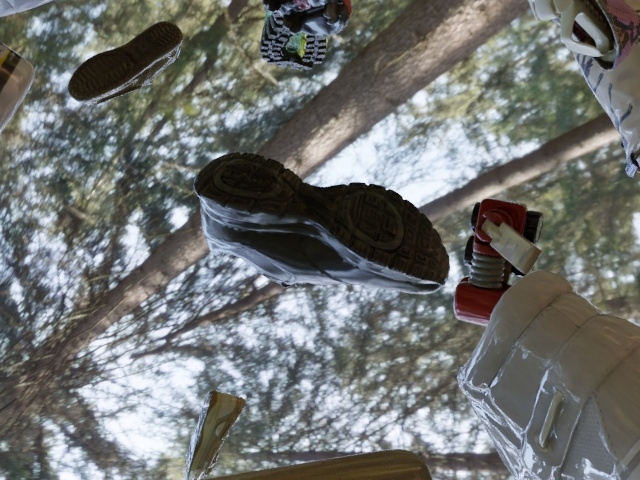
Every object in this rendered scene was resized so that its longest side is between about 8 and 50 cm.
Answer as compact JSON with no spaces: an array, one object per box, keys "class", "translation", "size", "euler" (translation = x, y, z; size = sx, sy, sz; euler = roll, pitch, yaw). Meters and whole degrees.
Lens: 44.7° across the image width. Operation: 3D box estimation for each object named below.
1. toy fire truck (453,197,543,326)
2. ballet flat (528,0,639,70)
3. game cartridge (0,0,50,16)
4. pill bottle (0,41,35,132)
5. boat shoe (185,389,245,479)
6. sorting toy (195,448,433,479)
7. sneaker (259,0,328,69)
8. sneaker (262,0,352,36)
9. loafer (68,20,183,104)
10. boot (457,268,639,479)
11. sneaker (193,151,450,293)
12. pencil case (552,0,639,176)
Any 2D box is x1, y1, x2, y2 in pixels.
[{"class":"toy fire truck","translation":[0.292,0.045,1.276],"size":[0.246,0.159,0.216],"euler":[-6,-73,-65]},{"class":"ballet flat","translation":[0.267,-0.253,0.825],"size":[0.222,0.077,0.079],"euler":[29,-101,-34]},{"class":"game cartridge","translation":[-0.536,-0.547,1.479],"size":[0.297,0.062,0.198],"euler":[-28,-115,-4]},{"class":"pill bottle","translation":[-0.561,-0.243,0.994],"size":[0.334,0.188,0.187],"euler":[34,-119,-27]},{"class":"boat shoe","translation":[-0.140,0.260,1.003],"size":[0.048,0.056,0.153],"euler":[14,-69,-15]},{"class":"sorting toy","translation":[0.019,0.231,0.400],"size":[0.307,0.041,0.229],"euler":[-8,-102,-4]},{"class":"sneaker","translation":[-0.035,-0.396,1.150],"size":[0.134,0.343,0.146],"euler":[3,-107,-11]},{"class":"sneaker","translation":[-0.046,-0.326,0.726],"size":[0.276,0.098,0.135],"euler":[44,-117,-39]},{"class":"loafer","translation":[-0.222,-0.198,0.909],"size":[0.148,0.050,0.056],"euler":[-31,-111,-10]},{"class":"boot","translation":[0.141,0.111,0.439],"size":[0.095,0.258,0.123],"euler":[-34,-121,-18]},{"class":"sneaker","translation":[0.000,0.000,0.852],"size":[0.286,0.130,0.109],"euler":[20,-133,10]},{"class":"pencil case","translation":[0.518,-0.298,1.312],"size":[0.160,0.183,0.410],"euler":[-2,-122,-21]}]
